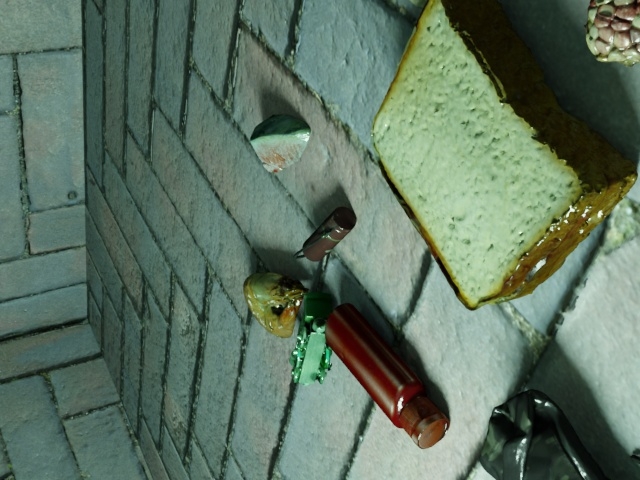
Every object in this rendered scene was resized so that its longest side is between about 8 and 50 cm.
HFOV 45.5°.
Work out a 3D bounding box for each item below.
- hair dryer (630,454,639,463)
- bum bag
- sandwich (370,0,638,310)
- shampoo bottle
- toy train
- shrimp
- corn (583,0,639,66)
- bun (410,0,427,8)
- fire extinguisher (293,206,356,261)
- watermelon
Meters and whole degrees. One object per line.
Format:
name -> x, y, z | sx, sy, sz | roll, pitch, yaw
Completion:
hair dryer -> 0.360, 0.233, 0.751 | 0.150, 0.047, 0.071 | -173, 74, -72
bum bag -> 0.298, 0.321, 0.834 | 0.340, 0.095, 0.144 | 52, 140, 27
sandwich -> 0.184, -0.092, 0.872 | 0.301, 0.099, 0.271 | 61, 152, 23
shampoo bottle -> 0.099, 0.210, 1.183 | 0.260, 0.064, 0.102 | 46, 147, 43
toy train -> -0.016, 0.183, 1.367 | 0.178, 0.071, 0.105 | 103, 168, -44
shrimp -> -0.083, 0.122, 1.491 | 0.267, 0.061, 0.145 | -26, 87, 58
corn -> 0.282, -0.285, 0.618 | 0.098, 0.098, 0.290 | 33, 126, 53
bun -> 0.136, -0.320, 0.910 | 0.086, 0.055, 0.086 | 26, 139, 25
fire extinguisher -> 0.000, 0.000, 1.273 | 0.157, 0.078, 0.045 | -45, 67, 53
watermelon -> -0.076, -0.176, 1.372 | 0.094, 0.081, 0.180 | 54, 159, -9
